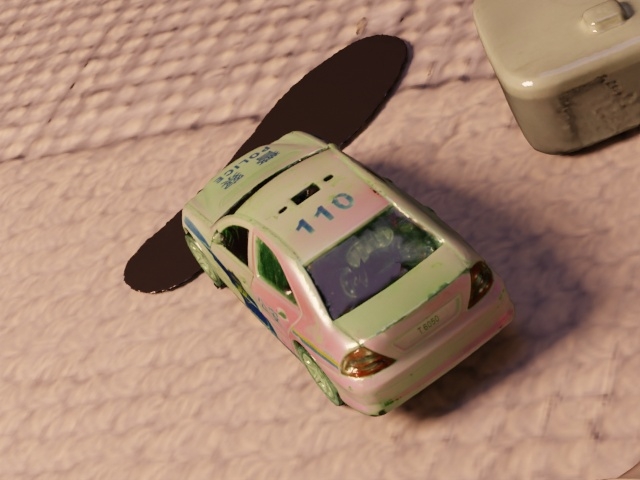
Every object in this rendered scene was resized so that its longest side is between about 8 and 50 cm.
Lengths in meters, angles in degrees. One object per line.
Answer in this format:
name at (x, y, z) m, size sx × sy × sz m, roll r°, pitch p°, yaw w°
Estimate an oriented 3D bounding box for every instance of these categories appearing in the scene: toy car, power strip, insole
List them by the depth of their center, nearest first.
toy car at (0.000, 0.000, 0.778) m, size 0.090 × 0.076 × 0.224 m, roll -36°, pitch 34°, yaw -10°
power strip at (0.215, -0.117, 0.802) m, size 0.265 × 0.059 × 0.193 m, roll -22°, pitch 33°, yaw 7°
insole at (-0.025, -0.047, 0.925) m, size 0.080 × 0.003 × 0.232 m, roll 12°, pitch 50°, yaw 45°

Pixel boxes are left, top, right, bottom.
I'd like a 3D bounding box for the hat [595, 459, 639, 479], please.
hat at (0.212, 0.064, 0.549) m, size 0.219 × 0.164 × 0.226 m, roll -51°, pitch 1°, yaw -31°
